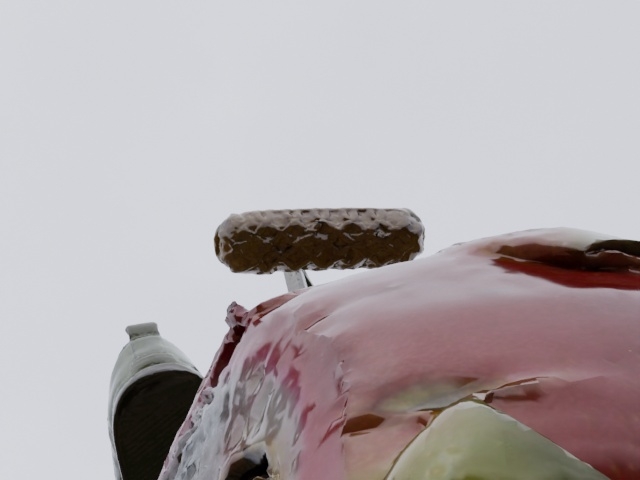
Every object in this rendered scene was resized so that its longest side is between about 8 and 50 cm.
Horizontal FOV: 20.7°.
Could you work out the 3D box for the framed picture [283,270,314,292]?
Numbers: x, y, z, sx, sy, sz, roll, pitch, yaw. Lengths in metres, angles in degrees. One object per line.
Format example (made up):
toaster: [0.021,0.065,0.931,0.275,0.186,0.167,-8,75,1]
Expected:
framed picture: [0.064,0.181,1.555,0.024,0.232,0.315,-32,-70,6]

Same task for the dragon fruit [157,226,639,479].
dragon fruit: [0.063,0.106,0.421,0.227,0.224,0.224,16,-63,-15]

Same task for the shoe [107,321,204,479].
shoe: [-0.120,0.188,1.439,0.103,0.098,0.275,-12,-53,-11]

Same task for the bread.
bread: [0.000,0.000,1.264,0.157,0.052,0.044,-2,-64,-13]
